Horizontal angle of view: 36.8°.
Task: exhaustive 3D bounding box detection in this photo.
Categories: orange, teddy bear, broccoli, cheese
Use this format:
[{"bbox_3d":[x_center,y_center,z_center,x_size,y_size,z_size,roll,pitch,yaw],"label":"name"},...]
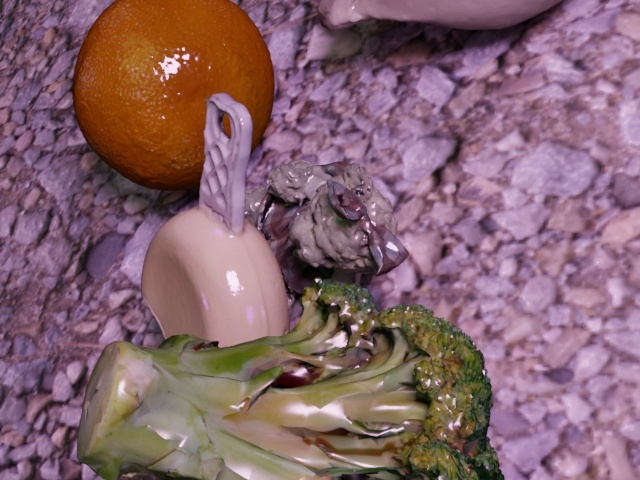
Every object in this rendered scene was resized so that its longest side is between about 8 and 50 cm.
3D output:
[{"bbox_3d":[-0.140,-0.145,0.911,0.206,0.206,0.206,-20,53,28],"label":"orange"},{"bbox_3d":[0.012,-0.006,0.758,0.111,0.133,0.213,-25,5,-31],"label":"teddy bear"},{"bbox_3d":[-0.017,0.140,0.578,0.269,0.269,0.254,14,80,43],"label":"broccoli"},{"bbox_3d":[-0.069,0.026,0.728,0.163,0.070,0.249,56,141,28],"label":"cheese"}]

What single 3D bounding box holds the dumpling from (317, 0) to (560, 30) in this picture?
[{"bbox_3d":[0.157,-0.294,0.793,0.341,0.181,0.260,-50,13,45],"label":"dumpling"}]
